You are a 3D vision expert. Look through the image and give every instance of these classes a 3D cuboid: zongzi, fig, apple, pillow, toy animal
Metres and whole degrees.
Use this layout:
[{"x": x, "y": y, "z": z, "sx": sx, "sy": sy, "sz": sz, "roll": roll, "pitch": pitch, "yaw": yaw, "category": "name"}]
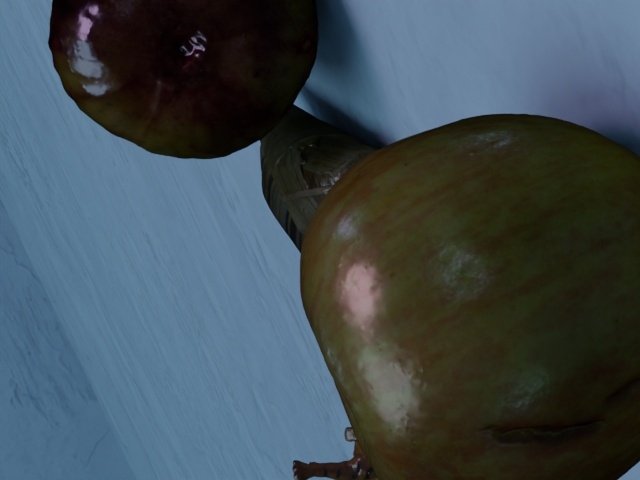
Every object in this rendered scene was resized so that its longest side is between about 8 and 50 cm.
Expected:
[{"x": -0.003, "y": -0.082, "z": 1.631, "sx": 0.176, "sy": 0.078, "sz": 0.160, "roll": 63, "pitch": 159, "yaw": 9, "category": "zongzi"}, {"x": -0.111, "y": -0.178, "z": 1.638, "sx": 0.321, "sy": 0.217, "sz": 0.217, "roll": -106, "pitch": -10, "yaw": -82, "category": "fig"}, {"x": 0.118, "y": 0.043, "z": 1.212, "sx": 0.264, "sy": 0.264, "sz": 0.264, "roll": 53, "pitch": 161, "yaw": 27, "category": "apple"}, {"x": 0.000, "y": 0.000, "z": 1.806, "sx": 0.203, "sy": 0.038, "sz": 0.113, "roll": 57, "pitch": 166, "yaw": 20, "category": "pillow"}, {"x": 0.072, "y": 0.290, "z": 1.944, "sx": 0.114, "sy": 0.116, "sz": 0.255, "roll": -39, "pitch": -69, "yaw": -62, "category": "toy animal"}]
